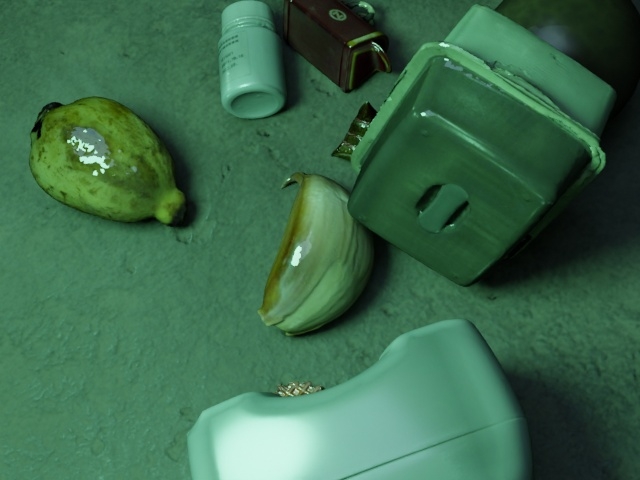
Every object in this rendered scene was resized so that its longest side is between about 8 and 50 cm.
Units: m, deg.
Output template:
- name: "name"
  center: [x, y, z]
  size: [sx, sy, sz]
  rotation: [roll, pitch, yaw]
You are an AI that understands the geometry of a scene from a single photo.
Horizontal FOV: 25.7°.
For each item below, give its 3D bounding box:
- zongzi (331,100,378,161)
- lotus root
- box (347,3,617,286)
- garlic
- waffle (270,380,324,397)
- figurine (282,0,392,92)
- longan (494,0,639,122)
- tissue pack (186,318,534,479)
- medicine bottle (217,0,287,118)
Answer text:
- name: "zongzi"
  center: [0.061, -0.130, 1.664]
  size: [0.067, 0.073, 0.083]
  rotation: [21, 110, 17]
- name: "lotus root"
  center: [-0.246, -0.089, 1.655]
  size: [0.214, 0.138, 0.138]
  rotation: [28, 73, 8]
- name: "box"
  center: [0.162, -0.092, 1.478]
  size: [0.220, 0.290, 0.166]
  rotation: [32, 60, -1]
- name: "garlic"
  center: [0.007, 0.004, 1.583]
  size: [0.115, 0.128, 0.206]
  rotation: [15, 61, -8]
- name: "waffle"
  center: [-0.022, 0.192, 1.536]
  size: [0.083, 0.029, 0.075]
  rotation: [-6, 68, 3]
- name: "figurine"
  center: [0.035, -0.251, 1.713]
  size: [0.098, 0.082, 0.154]
  rotation: [-36, 64, -29]
- name: "longan"
  center: [0.268, -0.208, 1.588]
  size: [0.198, 0.198, 0.212]
  rotation: [28, 63, 20]
- name: "tissue pack"
  center: [0.049, 0.241, 1.391]
  size: [0.333, 0.229, 0.236]
  rotation: [-21, 73, -1]
- name: "medicine bottle"
  center: [-0.085, -0.221, 1.707]
  size: [0.080, 0.080, 0.130]
  rotation: [-8, 64, 6]
